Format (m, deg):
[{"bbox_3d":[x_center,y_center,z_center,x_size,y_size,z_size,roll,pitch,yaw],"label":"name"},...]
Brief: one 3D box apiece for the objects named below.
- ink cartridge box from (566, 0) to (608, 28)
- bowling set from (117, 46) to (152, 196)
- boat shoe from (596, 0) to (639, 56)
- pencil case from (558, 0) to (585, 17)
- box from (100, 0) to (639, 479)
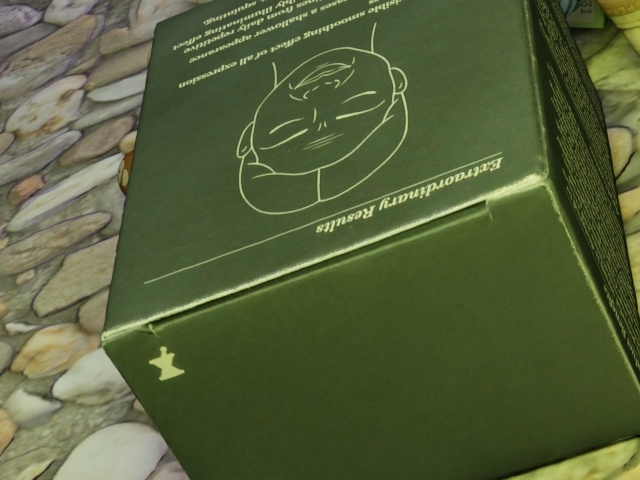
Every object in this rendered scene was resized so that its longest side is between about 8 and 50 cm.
[{"bbox_3d":[0.264,-0.251,1.760,0.235,0.056,0.171,6,38,16],"label":"ink cartridge box"},{"bbox_3d":[-0.109,-0.119,1.753,0.200,0.154,0.287,-25,27,4],"label":"bowling set"},{"bbox_3d":[0.363,-0.254,1.614,0.341,0.110,0.121,-41,18,-19],"label":"boat shoe"},{"bbox_3d":[0.246,-0.295,1.676,0.133,0.119,0.306,29,50,31],"label":"pencil case"},{"bbox_3d":[0.042,-0.024,1.358,0.293,0.212,0.395,-19,32,15],"label":"box"}]
